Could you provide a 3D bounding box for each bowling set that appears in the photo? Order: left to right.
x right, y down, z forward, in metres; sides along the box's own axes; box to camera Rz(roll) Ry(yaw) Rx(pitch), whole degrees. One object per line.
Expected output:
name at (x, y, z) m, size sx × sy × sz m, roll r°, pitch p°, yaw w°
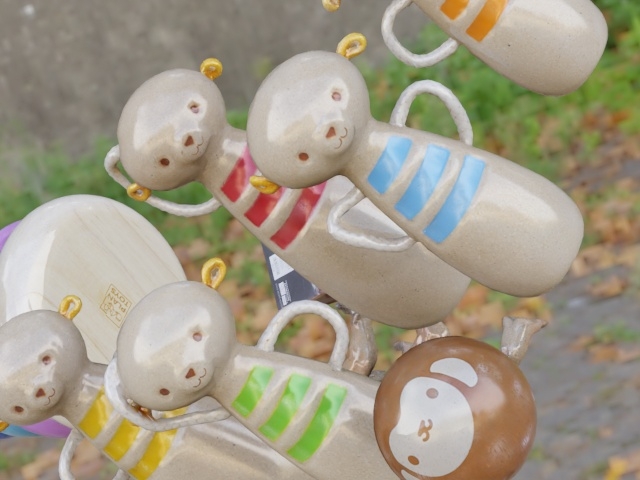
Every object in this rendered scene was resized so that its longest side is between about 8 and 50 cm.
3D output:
bowling set at (0.000, 0.000, 0.636) m, size 0.287 × 0.154 × 0.200 m, roll -61°, pitch 15°, yaw 5°

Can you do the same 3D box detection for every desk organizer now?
desk organizer at (-0.012, -0.016, 1.241) m, size 0.050 × 0.130 × 0.047 m, roll -2°, pitch -20°, yaw -39°

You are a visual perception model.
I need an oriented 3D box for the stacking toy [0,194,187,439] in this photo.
stacking toy at (-0.237, 0.073, 1.117) m, size 0.330 × 0.141 × 0.141 m, roll -16°, pitch 11°, yaw 40°

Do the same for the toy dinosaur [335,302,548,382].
toy dinosaur at (0.066, 0.151, 1.286) m, size 0.127 × 0.200 × 0.296 m, roll 18°, pitch -19°, yaw -32°
